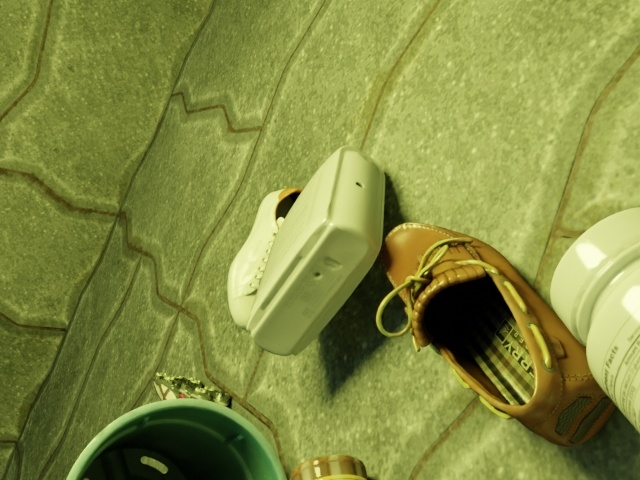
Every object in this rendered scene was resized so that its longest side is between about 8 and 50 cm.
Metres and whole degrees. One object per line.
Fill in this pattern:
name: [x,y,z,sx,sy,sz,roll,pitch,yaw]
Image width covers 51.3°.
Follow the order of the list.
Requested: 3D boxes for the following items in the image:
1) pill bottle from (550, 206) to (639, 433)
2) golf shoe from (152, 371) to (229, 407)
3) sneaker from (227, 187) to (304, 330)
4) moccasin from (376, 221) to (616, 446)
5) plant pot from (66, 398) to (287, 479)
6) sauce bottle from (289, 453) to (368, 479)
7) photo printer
pill bottle: [0.307,0.101,0.497,0.160,0.160,0.283,-55,32,21]
golf shoe: [-0.284,0.339,1.360,0.273,0.105,0.120,2,79,59]
sneaker: [-0.092,0.026,1.250,0.123,0.106,0.289,-19,54,56]
moccasin: [0.159,0.081,0.764,0.139,0.147,0.380,-56,31,19]
plant pot: [-0.268,0.447,1.064,0.334,0.341,0.340,-36,42,55]
sauce bottle: [0.036,0.425,0.774,0.111,0.112,0.344,-48,36,30]
photo printer: [0.000,0.000,1.051,0.256,0.107,0.307,-54,12,28]
